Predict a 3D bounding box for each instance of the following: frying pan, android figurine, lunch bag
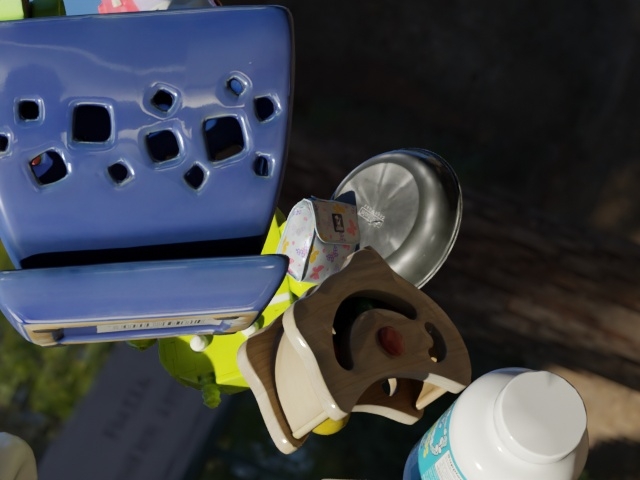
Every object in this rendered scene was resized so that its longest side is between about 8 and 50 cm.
[{"bbox_3d":[0.027,0.018,2.273,0.326,0.197,0.053,-39,-42,17],"label":"frying pan"},{"bbox_3d":[-0.111,0.060,2.239,0.056,0.248,0.273,51,-153,-58],"label":"android figurine"},{"bbox_3d":[0.000,0.000,1.954,0.071,0.053,0.083,9,-79,-49],"label":"lunch bag"}]

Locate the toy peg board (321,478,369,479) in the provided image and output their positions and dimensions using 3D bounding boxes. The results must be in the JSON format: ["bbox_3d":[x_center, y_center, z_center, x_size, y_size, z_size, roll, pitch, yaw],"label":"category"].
[{"bbox_3d":[0.095,0.221,1.247,0.161,0.160,0.079,44,-127,-47],"label":"toy peg board"}]

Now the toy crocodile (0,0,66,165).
[{"bbox_3d":[-0.276,-0.115,1.730,0.105,0.115,0.340,-97,5,-51],"label":"toy crocodile"}]

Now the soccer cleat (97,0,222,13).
[{"bbox_3d":[-0.148,-0.224,1.915,0.095,0.248,0.083,-25,-55,-17],"label":"soccer cleat"}]

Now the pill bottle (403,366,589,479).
[{"bbox_3d":[0.188,0.222,2.037,0.146,0.146,0.264,-62,2,-29],"label":"pill bottle"}]

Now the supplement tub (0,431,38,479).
[{"bbox_3d":[-0.488,0.305,2.103,0.241,0.331,0.241,8,-90,-87],"label":"supplement tub"}]

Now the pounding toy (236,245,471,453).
[{"bbox_3d":[0.021,0.115,1.730,0.155,0.154,0.269,-39,-1,35],"label":"pounding toy"}]

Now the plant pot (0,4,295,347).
[{"bbox_3d":[-0.134,-0.038,1.411,0.236,0.236,0.212,128,138,-80],"label":"plant pot"}]
